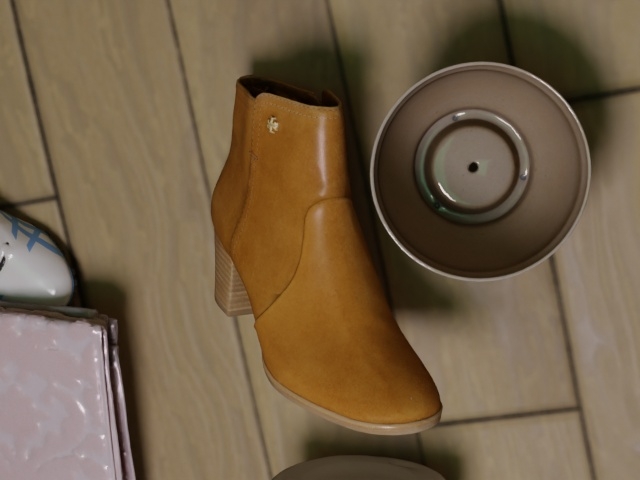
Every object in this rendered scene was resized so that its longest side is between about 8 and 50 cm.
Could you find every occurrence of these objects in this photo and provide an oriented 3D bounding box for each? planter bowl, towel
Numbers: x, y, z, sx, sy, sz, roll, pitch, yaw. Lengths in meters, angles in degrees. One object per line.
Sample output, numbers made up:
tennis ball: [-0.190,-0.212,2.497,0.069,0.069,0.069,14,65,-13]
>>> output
planter bowl: [0.119,-0.054,1.158,0.162,0.109,0.162,0,94,2]
towel: [-0.317,0.198,1.378,0.332,0.053,0.316,5,110,21]

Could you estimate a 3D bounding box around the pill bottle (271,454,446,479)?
pill bottle: [0.031,0.328,1.251,0.152,0.152,0.272,3,100,18]

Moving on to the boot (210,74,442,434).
boot: [0.000,0.000,1.162,0.295,0.104,0.211,36,127,47]

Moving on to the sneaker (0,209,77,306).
sneaker: [-0.322,-0.007,1.338,0.237,0.086,0.085,36,108,7]
